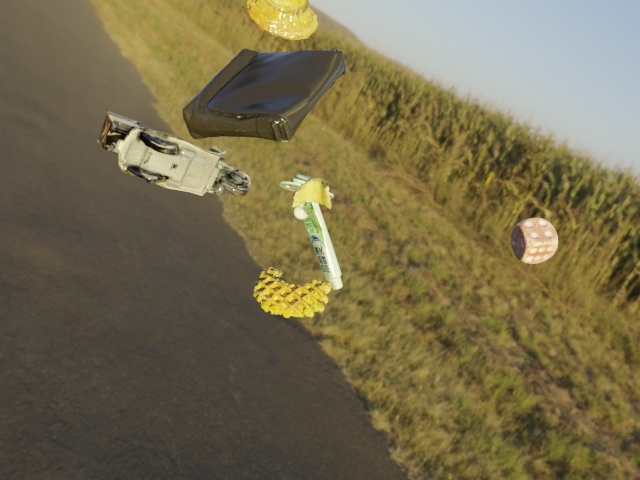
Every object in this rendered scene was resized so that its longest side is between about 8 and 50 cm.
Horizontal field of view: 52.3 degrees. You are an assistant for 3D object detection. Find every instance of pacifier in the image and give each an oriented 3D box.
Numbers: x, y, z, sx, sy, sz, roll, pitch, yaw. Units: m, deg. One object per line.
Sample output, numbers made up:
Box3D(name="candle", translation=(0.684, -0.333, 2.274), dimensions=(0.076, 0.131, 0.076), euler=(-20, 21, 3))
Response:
Box3D(name="pacifier", translation=(-0.040, -0.114, 1.725), dimensions=(0.150, 0.117, 0.126), euler=(16, -9, -20))

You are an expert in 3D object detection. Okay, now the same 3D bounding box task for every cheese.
Box3D(name="cheese", translation=(-0.020, -0.096, 1.341), dimensions=(0.083, 0.060, 0.041), euler=(-6, 40, 7))

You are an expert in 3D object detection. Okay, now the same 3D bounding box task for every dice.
Box3D(name="dice", translation=(0.564, 0.001, 1.724), dimensions=(0.093, 0.094, 0.091), euler=(-7, 50, -8))

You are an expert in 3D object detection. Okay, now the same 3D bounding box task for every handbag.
Box3D(name="handbag", translation=(-0.094, -0.255, 1.156), dimensions=(0.222, 0.080, 0.247), euler=(10, 47, 26))

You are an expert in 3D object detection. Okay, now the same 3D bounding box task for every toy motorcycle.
Box3D(name="toy motorcycle", translation=(-0.248, -0.143, 1.160), dimensions=(0.263, 0.091, 0.157), euler=(16, 17, -33))

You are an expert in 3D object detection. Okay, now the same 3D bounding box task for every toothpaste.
Box3D(name="toothpaste", translation=(0.000, 0.000, 1.845), dimensions=(0.074, 0.297, 0.048), euler=(-11, 16, 34))

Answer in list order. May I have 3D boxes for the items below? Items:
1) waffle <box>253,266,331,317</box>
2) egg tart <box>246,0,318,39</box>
Box3D(name="waffle", translation=(-0.074, 0.125, 1.626), dimensions=(0.194, 0.051, 0.149), euler=(6, 43, 10))
Box3D(name="egg tart", translation=(-0.095, -0.591, 1.665), dimensions=(0.191, 0.074, 0.191), euler=(8, 53, -11))
